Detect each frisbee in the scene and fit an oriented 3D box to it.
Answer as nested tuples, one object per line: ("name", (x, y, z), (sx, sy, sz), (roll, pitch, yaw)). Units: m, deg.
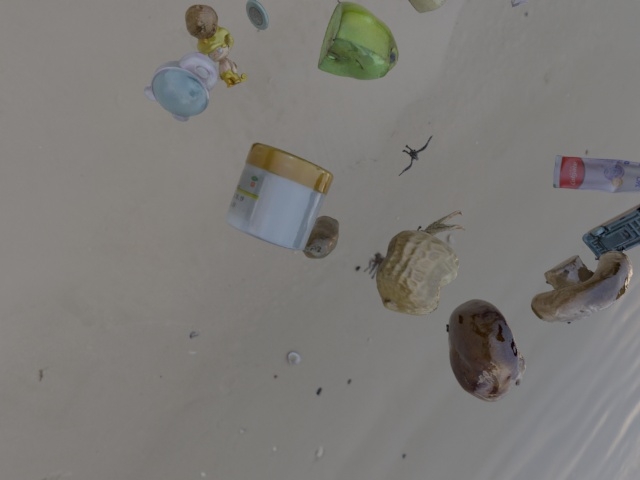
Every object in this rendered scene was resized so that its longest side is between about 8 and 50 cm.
("frisbee", (-0.236, -0.833, 1.499), (0.014, 0.110, 0.110), (-48, 123, -23))

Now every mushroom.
("mushroom", (0.580, 0.364, 1.397), (0.260, 0.345, 0.345), (-6, 106, -5))
("mushroom", (0.685, 0.110, 1.020), (0.286, 0.151, 0.156), (-31, 77, -6))

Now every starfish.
("starfish", (0.377, -0.028, 1.356), (0.248, 0.138, 0.050), (-34, 107, 7))

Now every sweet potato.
("sweet potato", (0.000, 0.000, 1.775), (0.369, 0.158, 0.157), (-63, 144, -64))

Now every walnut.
("walnut", (-0.391, -0.724, 1.337), (0.105, 0.125, 0.105), (21, 62, -47))

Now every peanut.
("peanut", (0.252, 0.091, 1.092), (0.232, 0.197, 0.110), (-61, 167, -3))

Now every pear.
("pear", (0.175, -0.799, 1.653), (0.318, 0.342, 0.238), (15, 90, -14))

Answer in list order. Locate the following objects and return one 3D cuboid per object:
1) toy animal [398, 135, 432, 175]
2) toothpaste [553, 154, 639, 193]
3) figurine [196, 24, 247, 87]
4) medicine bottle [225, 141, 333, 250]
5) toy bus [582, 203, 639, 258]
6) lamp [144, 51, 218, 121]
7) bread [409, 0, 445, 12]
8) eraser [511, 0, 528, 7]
("toy animal", (0.409, -0.378, 1.780), (0.062, 0.108, 0.220), (23, 114, -32))
("toothpaste", (0.667, -0.135, 0.861), (0.048, 0.301, 0.075), (-29, 123, -59))
("figurine", (-0.374, -0.700, 1.511), (0.246, 0.157, 0.131), (68, 28, -21))
("medicine bottle", (-0.114, -0.117, 1.104), (0.238, 0.238, 0.231), (19, 96, -36))
("toy bus", (1.024, -0.045, 1.330), (0.120, 0.265, 0.121), (-29, 79, -47))
("lamp", (-0.425, -0.480, 1.273), (0.180, 0.246, 0.107), (33, 38, -42))
("bread", (0.236, -0.591, 0.867), (0.141, 0.148, 0.133), (30, 50, -40))
("eraser", (0.814, -0.988, 1.640), (0.105, 0.065, 0.026), (-13, 87, -74))
